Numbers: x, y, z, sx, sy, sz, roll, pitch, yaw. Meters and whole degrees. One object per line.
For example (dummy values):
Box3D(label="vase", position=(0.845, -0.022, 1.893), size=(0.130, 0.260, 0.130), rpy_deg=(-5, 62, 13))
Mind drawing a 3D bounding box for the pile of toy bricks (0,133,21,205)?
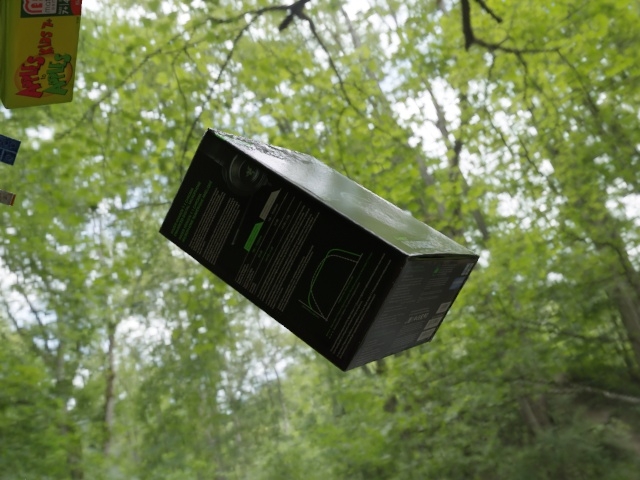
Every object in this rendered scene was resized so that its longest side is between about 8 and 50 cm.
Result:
Box3D(label="pile of toy bricks", position=(-0.461, -0.115, 0.799), size=(0.212, 0.118, 0.105), rpy_deg=(19, -5, -37))

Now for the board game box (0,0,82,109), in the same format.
Box3D(label="board game box", position=(-0.205, -0.179, 0.428), size=(0.043, 0.181, 0.092), rpy_deg=(-16, -29, -35))

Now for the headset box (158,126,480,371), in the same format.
Box3D(label="headset box", position=(0.000, 0.000, 0.777), size=(0.246, 0.283, 0.131), rpy_deg=(3, -63, -61))
